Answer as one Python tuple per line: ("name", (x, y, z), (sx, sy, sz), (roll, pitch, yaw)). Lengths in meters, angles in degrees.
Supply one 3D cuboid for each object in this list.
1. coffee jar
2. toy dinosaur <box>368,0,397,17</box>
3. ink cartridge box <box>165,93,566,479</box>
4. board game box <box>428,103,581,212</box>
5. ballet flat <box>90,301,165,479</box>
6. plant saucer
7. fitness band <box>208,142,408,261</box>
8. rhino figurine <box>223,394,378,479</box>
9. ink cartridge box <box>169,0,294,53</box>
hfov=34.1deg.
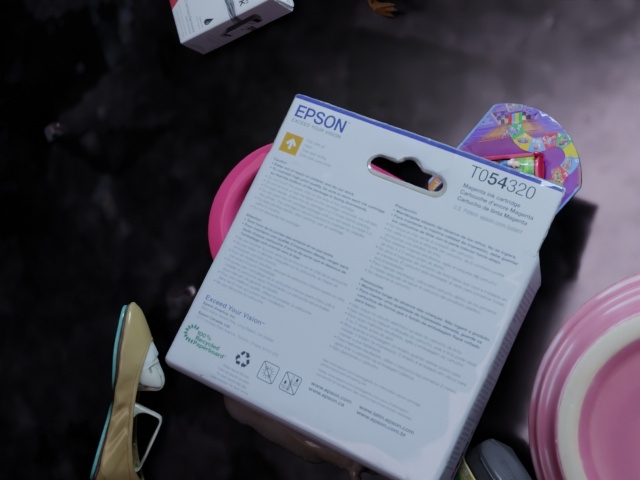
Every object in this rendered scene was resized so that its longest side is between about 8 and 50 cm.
("coffee jar", (0.143, 0.294, 1.076), (0.184, 0.079, 0.096), (-47, 42, 16))
("toy dinosaur", (0.070, -0.318, 1.184), (0.211, 0.064, 0.112), (1, 72, 16))
("ink cartridge box", (0.047, 0.048, 1.085), (0.324, 0.071, 0.330), (23, 82, 24))
("board game box", (0.191, -0.064, 1.112), (0.133, 0.033, 0.169), (46, 106, 21))
("ballet flat", (-0.226, 0.193, 1.282), (0.073, 0.080, 0.232), (11, 94, -2))
("plant saucer", (0.355, 0.185, 0.987), (0.332, 0.084, 0.332), (-2, 84, 25))
("fitness band", (0.000, 0.000, 1.192), (0.291, 0.054, 0.209), (29, 101, 25))
("rhino figurine", (-0.005, 0.206, 1.144), (0.243, 0.106, 0.073), (27, 98, 25))
("ink cartridge box", (-0.112, -0.301, 1.261), (0.135, 0.056, 0.099), (-22, 76, 23))
